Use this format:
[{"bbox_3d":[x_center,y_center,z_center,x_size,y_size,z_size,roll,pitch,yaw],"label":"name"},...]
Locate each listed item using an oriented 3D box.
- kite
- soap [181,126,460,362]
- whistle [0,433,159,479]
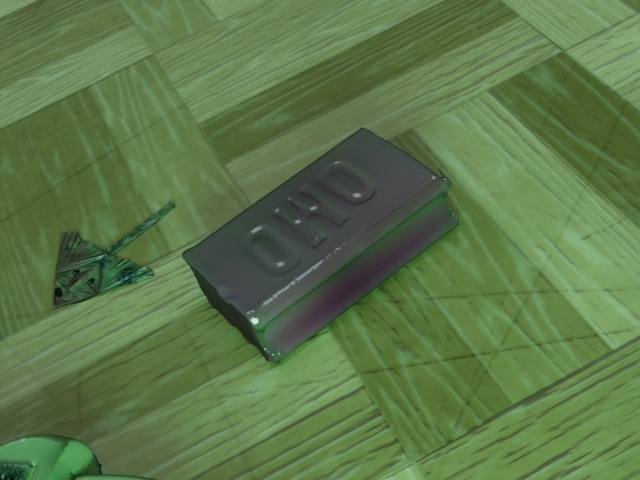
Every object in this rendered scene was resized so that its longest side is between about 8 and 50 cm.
[{"bbox_3d":[-0.198,0.009,1.086,0.137,0.005,0.152,21,55,37],"label":"kite"},{"bbox_3d":[0.000,0.000,0.967,0.203,0.065,0.122,-36,44,-17],"label":"soap"},{"bbox_3d":[-0.209,0.191,0.834,0.245,0.092,0.110,-4,43,22],"label":"whistle"}]
